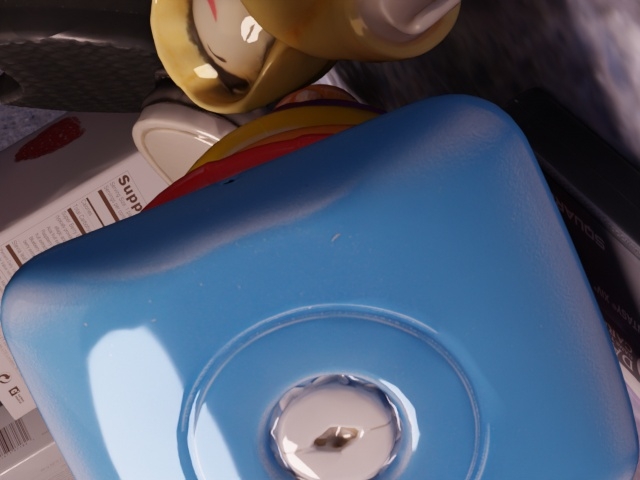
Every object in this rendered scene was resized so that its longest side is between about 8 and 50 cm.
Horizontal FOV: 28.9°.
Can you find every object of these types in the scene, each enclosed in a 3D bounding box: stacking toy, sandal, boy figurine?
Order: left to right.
[{"bbox_3d":[-0.156,-0.156,0.913,0.446,0.167,0.107,177,95,-79],"label":"sandal"},{"bbox_3d":[-0.020,-0.128,0.411,0.177,0.092,0.285,55,167,7],"label":"boy figurine"},{"bbox_3d":[0.000,0.000,0.508,0.302,0.175,0.166,-95,-18,-66],"label":"stacking toy"}]

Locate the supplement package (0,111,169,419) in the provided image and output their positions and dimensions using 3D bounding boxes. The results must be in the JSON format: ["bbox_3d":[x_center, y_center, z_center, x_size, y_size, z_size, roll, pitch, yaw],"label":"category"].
[{"bbox_3d":[-0.222,-0.007,1.182,0.177,0.293,0.175,43,162,57],"label":"supplement package"}]

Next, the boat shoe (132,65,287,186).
[{"bbox_3d":[-0.030,-0.030,0.819,0.112,0.095,0.335,17,159,17],"label":"boat shoe"}]

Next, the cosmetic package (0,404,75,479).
[{"bbox_3d":[-0.188,0.225,1.471,0.097,0.377,0.284,51,167,41],"label":"cosmetic package"}]

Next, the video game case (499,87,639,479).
[{"bbox_3d":[0.144,0.094,0.462,0.196,0.026,0.274,50,167,40],"label":"video game case"}]
